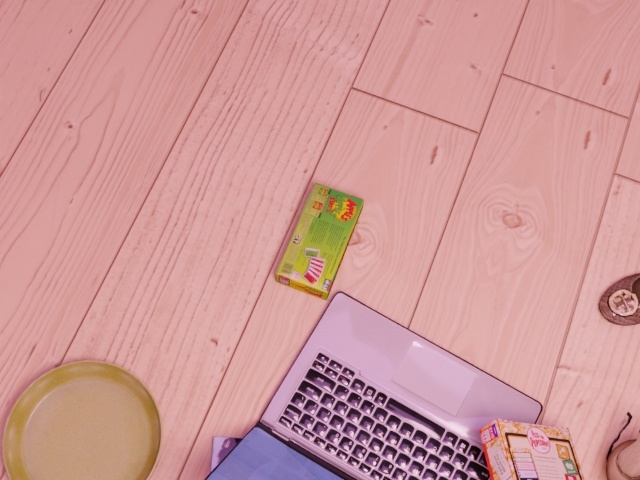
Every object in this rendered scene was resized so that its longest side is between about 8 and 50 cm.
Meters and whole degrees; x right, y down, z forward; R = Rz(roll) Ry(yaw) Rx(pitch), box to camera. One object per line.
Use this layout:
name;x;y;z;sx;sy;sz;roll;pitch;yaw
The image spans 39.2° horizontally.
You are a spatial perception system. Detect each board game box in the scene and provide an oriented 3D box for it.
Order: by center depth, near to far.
board game box;0.318;0.359;1.291;0.147;0.045;0.193;13;49;-28
board game box;0.000;0.000;1.518;0.092;0.043;0.181;20;69;5

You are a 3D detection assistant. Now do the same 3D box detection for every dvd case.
dvd case;-0.128;0.364;1.381;0.087;0.013;0.119;5;69;-1

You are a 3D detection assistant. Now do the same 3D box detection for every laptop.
laptop;0.098;0.294;1.301;0.382;0.236;0.407;29;70;8

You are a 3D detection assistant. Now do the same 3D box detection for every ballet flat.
ballet flat;0.585;0.077;1.506;0.250;0.058;0.084;-16;69;-9

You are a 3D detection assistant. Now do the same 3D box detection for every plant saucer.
plant saucer;-0.362;0.305;1.381;0.241;0.037;0.240;1;68;-3

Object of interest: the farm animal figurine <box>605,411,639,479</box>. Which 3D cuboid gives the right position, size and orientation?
farm animal figurine;0.501;0.400;1.260;0.330;0.172;0.326;11;32;-23
